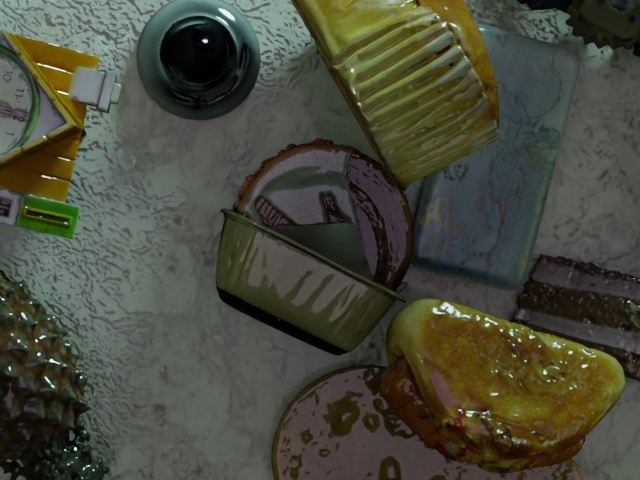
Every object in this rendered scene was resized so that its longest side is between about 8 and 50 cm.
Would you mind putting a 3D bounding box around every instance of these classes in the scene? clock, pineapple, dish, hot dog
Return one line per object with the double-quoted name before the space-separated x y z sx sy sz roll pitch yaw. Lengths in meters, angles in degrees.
"clock" -0.376 -0.139 1.444 0.309 0.166 0.235 13 90 -6
"pineapple" -0.305 0.202 1.474 0.175 0.175 0.361 -31 106 -3
"dish" -0.134 -0.205 1.506 0.141 0.078 0.141 0 92 -5
"hot dog" 0.184 0.168 1.465 0.257 0.150 0.153 18 76 -5

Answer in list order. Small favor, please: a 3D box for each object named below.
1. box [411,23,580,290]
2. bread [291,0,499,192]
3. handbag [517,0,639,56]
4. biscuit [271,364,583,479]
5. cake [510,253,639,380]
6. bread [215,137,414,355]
"box" 0.196 -0.093 1.554 0.142 0.044 0.285 14 90 -9
"bread" 0.082 -0.203 1.431 0.156 0.288 0.204 -28 134 1
"handbag" 0.362 -0.349 1.449 0.303 0.122 0.329 22 122 -14
"biscuit" 0.115 0.275 1.548 0.355 0.052 0.275 19 85 -3
"cake" 0.368 0.104 1.560 0.295 0.113 0.116 17 88 8
"bread" 0.000 0.000 1.489 0.224 0.142 0.212 26 91 -5
